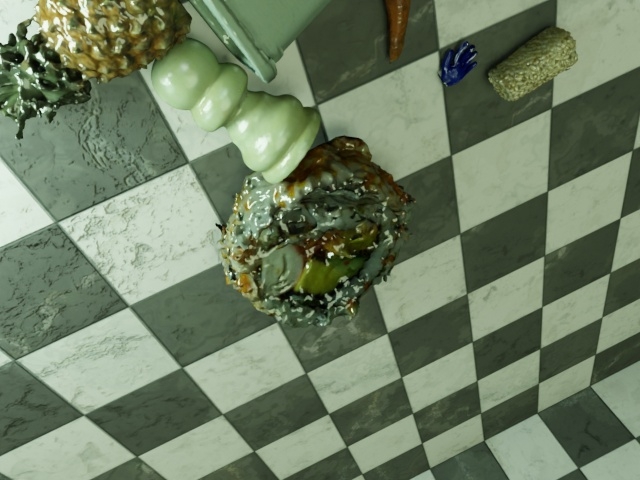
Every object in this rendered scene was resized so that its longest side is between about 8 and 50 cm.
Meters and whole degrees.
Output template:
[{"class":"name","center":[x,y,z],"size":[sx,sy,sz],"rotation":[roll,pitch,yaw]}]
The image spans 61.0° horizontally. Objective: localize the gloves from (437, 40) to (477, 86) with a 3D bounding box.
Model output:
[{"class":"gloves","center":[0.257,-0.331,1.017],"size":[0.086,0.026,0.064],"rotation":[-40,132,11]}]

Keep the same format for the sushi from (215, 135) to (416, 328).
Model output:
[{"class":"sushi","center":[0.001,0.003,1.073],"size":[0.417,0.176,0.418],"rotation":[-14,132,-15]}]

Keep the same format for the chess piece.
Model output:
[{"class":"chess piece","center":[-0.141,-0.209,0.844],"size":[0.251,0.144,0.144],"rotation":[30,112,-25]}]

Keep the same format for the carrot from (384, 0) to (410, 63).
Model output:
[{"class":"carrot","center":[0.129,-0.396,0.886],"size":[0.057,0.057,0.224],"rotation":[-17,136,-12]}]

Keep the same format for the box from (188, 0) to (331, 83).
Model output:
[{"class":"box","center":[-0.112,-0.388,0.699],"size":[0.182,0.175,0.312],"rotation":[-42,134,0]}]

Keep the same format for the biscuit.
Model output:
[{"class":"biscuit","center":[0.408,-0.338,1.046],"size":[0.168,0.082,0.070],"rotation":[-33,132,4]}]

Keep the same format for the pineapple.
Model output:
[{"class":"pineapple","center":[-0.340,-0.243,0.714],"size":[0.340,0.169,0.169],"rotation":[-34,135,8]}]
